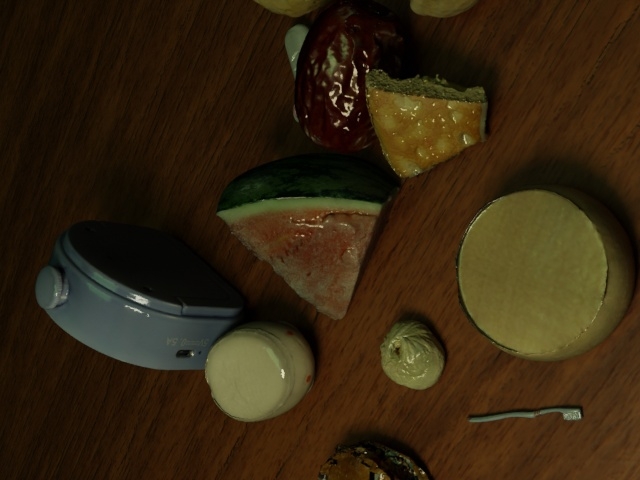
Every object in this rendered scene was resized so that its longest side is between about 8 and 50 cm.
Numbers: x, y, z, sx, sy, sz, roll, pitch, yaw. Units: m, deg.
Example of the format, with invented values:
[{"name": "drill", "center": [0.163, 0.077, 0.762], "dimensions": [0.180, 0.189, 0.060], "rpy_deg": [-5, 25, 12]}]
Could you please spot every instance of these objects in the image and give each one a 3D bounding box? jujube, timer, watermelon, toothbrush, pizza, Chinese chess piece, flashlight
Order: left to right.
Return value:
[{"name": "timer", "center": [-0.372, 0.111, 1.634], "dimensions": [0.395, 0.395, 0.173], "rpy_deg": [38, 109, 37]}, {"name": "flashlight", "center": [-0.026, -0.305, 1.546], "dimensions": [0.093, 0.047, 0.200], "rpy_deg": [-22, 74, 41]}, {"name": "watermelon", "center": [0.006, -0.042, 1.469], "dimensions": [0.283, 0.292, 0.250], "rpy_deg": [3, 48, 20]}, {"name": "jujube", "center": [0.047, -0.274, 1.388], "dimensions": [0.183, 0.183, 0.243], "rpy_deg": [38, 121, 38]}, {"name": "pizza", "center": [0.172, -0.185, 1.326], "dimensions": [0.188, 0.204, 0.080], "rpy_deg": [6, 51, 15]}, {"name": "toothbrush", "center": [0.296, 0.260, 1.243], "dimensions": [0.193, 0.013, 0.019], "rpy_deg": [-14, 87, 42]}, {"name": "Chinese chess piece", "center": [0.309, 0.045, 1.179], "dimensions": [0.250, 0.103, 0.250], "rpy_deg": [-2, 87, 42]}]

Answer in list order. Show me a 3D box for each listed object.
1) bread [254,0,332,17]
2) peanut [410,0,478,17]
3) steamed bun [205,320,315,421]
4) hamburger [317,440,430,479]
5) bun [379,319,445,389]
[{"name": "bread", "center": [-0.031, -0.513, 1.503], "dimensions": [0.244, 0.134, 0.244], "rpy_deg": [-6, 81, 42]}, {"name": "peanut", "center": [0.243, -0.446, 1.233], "dimensions": [0.313, 0.149, 0.149], "rpy_deg": [-44, 60, 35]}, {"name": "steamed bun", "center": [-0.099, 0.232, 1.537], "dimensions": [0.228, 0.130, 0.177], "rpy_deg": [-28, 80, 38]}, {"name": "hamburger", "center": [0.083, 0.443, 1.378], "dimensions": [0.231, 0.107, 0.231], "rpy_deg": [3, 94, 46]}, {"name": "bun", "center": [0.143, 0.186, 1.353], "dimensions": [0.115, 0.069, 0.115], "rpy_deg": [0, 90, 44]}]
